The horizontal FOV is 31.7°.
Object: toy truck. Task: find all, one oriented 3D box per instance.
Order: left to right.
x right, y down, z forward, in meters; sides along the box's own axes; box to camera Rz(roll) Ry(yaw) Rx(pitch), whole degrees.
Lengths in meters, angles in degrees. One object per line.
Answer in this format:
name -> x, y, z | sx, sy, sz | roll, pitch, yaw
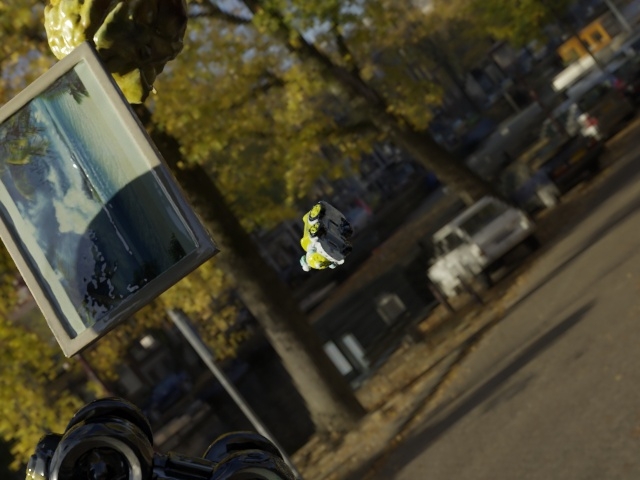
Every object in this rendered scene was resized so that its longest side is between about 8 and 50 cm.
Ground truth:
toy truck -> -0.122, 0.219, 0.853 | 0.147, 0.224, 0.165 | 178, 106, -81
toy truck -> 0.000, 0.000, 1.750 | 0.077, 0.076, 0.111 | -34, 33, 32

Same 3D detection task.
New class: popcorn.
popcorn -> -0.294, -0.309, 1.625 | 0.218, 0.169, 0.189 | -30, -44, -30

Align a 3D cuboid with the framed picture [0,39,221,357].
framed picture -> -0.290, -0.050, 1.362 | 0.232, 0.315, 0.024 | -36, -12, 12
